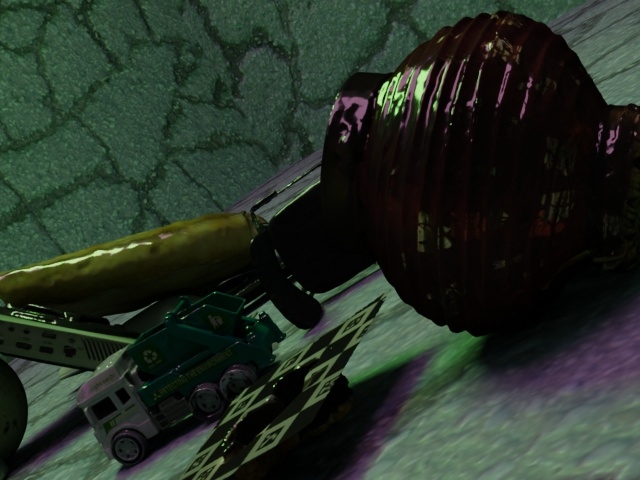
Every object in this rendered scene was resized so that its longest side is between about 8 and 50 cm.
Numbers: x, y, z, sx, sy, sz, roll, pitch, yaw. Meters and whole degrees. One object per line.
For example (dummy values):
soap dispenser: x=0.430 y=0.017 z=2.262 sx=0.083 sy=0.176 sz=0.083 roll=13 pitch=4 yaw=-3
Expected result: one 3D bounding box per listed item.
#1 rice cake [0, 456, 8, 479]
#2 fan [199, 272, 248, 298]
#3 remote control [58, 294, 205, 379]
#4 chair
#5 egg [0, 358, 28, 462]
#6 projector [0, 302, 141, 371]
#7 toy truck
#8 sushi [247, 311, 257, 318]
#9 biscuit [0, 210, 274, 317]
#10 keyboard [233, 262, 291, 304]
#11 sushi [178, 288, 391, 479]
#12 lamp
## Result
rice cake: x=-0.460 y=0.334 z=1.362 sx=0.080 sy=0.042 sz=0.222 roll=-28 pitch=7 yaw=-6
fan: x=-0.194 y=0.097 z=1.909 sx=0.131 sy=0.009 sz=0.240 roll=-37 pitch=9 yaw=-34
remote control: x=-0.323 y=0.160 z=1.788 sx=0.313 sy=0.055 sz=0.109 roll=-28 pitch=-7 yaw=36
chair: x=0.000 y=0.000 z=1.265 sx=0.145 sy=0.140 sz=0.221 roll=-32 pitch=9 yaw=9
egg: x=-0.512 y=0.255 z=1.522 sx=0.177 sy=0.177 sz=0.228 roll=-37 pitch=-30 yaw=-29
projector: x=-0.377 y=0.143 z=1.547 sx=0.259 sy=0.257 sz=0.079 roll=174 pitch=107 yaw=-72
toy truck: x=-0.151 y=0.132 z=1.099 sx=0.216 sy=0.116 sz=0.110 roll=-31 pitch=8 yaw=14
sushi: x=-0.171 y=0.146 z=1.415 sx=0.139 sy=0.031 sz=0.201 roll=-30 pitch=8 yaw=18
biscuit: x=-0.285 y=0.056 z=1.810 sx=0.446 sy=0.104 sz=0.429 roll=-15 pitch=-9 yaw=-4
keyboard: x=-0.113 y=0.086 z=1.553 sx=0.250 sy=0.017 sz=0.087 roll=-34 pitch=-10 yaw=-13
sushi: x=-0.026 y=0.143 z=0.828 sx=0.193 sy=0.040 sz=0.210 roll=-37 pitch=7 yaw=27
lamp: x=0.125 y=-0.047 z=0.761 sx=0.247 sy=0.247 sz=0.247 roll=-32 pitch=8 yaw=5
